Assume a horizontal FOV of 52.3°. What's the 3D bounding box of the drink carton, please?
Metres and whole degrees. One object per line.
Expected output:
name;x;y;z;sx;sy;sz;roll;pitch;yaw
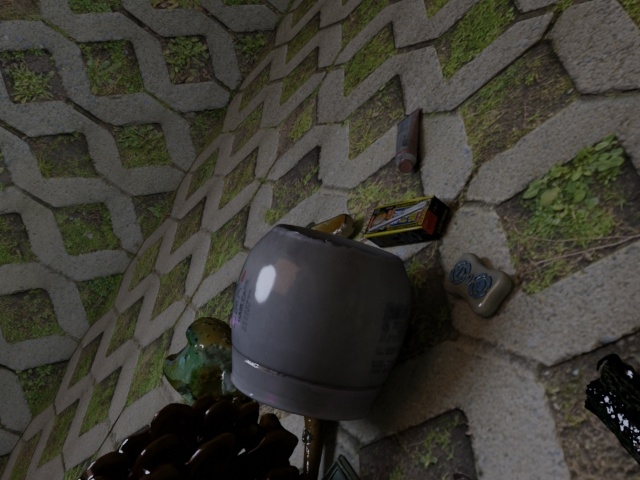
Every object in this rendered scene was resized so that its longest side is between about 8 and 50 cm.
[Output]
drink carton;0.156;-0.034;1.199;0.165;0.056;0.071;-11;53;56

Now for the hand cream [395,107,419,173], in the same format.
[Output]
hand cream;0.184;-0.214;1.389;0.067;0.043;0.210;-35;27;33

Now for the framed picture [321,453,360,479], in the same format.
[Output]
framed picture;0.018;0.455;0.907;0.217;0.017;0.274;-57;25;-1

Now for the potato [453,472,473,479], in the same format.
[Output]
potato;0.130;0.407;0.713;0.120;0.100;0.261;30;68;27

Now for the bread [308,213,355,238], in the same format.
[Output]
bread;0.000;-0.001;1.441;0.214;0.053;0.073;-27;42;42

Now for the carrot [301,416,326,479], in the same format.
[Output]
carrot;-0.011;0.327;1.066;0.049;0.049;0.255;-39;28;32

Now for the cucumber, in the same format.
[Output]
cucumber;0.326;0.199;0.605;0.067;0.067;0.245;-50;24;13

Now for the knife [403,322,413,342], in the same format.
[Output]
knife;0.133;0.126;1.090;0.031;0.018;0.121;-54;23;29

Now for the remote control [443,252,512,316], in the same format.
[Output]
remote control;0.232;0.064;0.973;0.074;0.032;0.122;-55;24;3

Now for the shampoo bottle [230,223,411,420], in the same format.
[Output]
shampoo bottle;-0.004;0.124;1.014;0.273;0.272;0.267;20;95;64

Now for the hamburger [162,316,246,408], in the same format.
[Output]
hamburger;-0.243;0.266;1.417;0.168;0.192;0.288;-48;25;-6

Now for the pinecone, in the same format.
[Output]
pinecone;-0.166;0.414;0.839;0.397;0.397;0.398;-41;29;29
